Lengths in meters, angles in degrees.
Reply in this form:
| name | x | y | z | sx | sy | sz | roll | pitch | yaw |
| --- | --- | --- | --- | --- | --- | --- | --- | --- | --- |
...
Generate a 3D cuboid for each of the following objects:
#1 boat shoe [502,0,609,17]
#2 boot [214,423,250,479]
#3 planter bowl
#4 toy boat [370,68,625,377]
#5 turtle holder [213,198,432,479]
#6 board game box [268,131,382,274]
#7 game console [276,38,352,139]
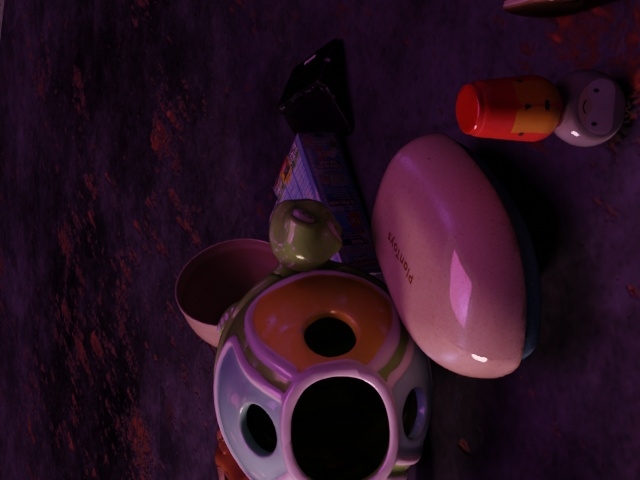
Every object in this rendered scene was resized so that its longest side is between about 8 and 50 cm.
| name | x | y | z | sx | sy | sz | roll | pitch | yaw |
| --- | --- | --- | --- | --- | --- | --- | --- | --- | --- |
| boat shoe | 0.225 | -0.232 | 0.952 | 0.152 | 0.056 | 0.049 | -2 | 85 | 51 |
| boot | -0.107 | 0.289 | 1.554 | 0.197 | 0.073 | 0.152 | -30 | 62 | 55 |
| planter bowl | -0.108 | 0.092 | 1.478 | 0.162 | 0.162 | 0.109 | 55 | 163 | 45 |
| toy boat | 0.163 | -0.026 | 1.004 | 0.318 | 0.148 | 0.267 | 108 | 151 | -45 |
| turtle holder | 0.016 | 0.131 | 1.133 | 0.227 | 0.243 | 0.320 | -119 | 49 | -77 |
| board game box | 0.000 | 0.000 | 1.348 | 0.194 | 0.060 | 0.194 | 63 | 144 | 34 |
| game console | 0.002 | -0.184 | 1.390 | 0.122 | 0.071 | 0.107 | -23 | 42 | 58 |
